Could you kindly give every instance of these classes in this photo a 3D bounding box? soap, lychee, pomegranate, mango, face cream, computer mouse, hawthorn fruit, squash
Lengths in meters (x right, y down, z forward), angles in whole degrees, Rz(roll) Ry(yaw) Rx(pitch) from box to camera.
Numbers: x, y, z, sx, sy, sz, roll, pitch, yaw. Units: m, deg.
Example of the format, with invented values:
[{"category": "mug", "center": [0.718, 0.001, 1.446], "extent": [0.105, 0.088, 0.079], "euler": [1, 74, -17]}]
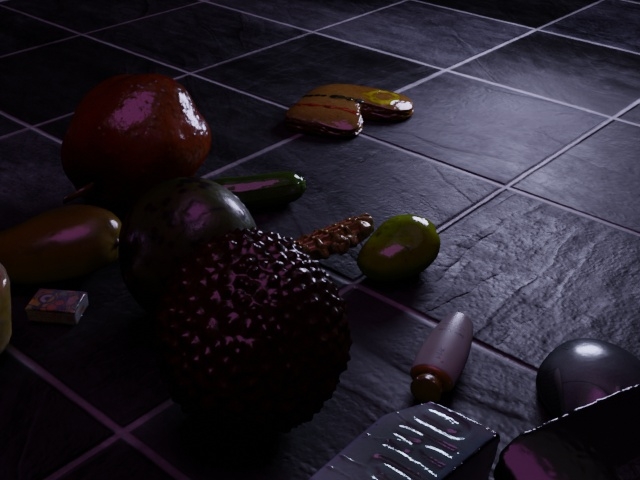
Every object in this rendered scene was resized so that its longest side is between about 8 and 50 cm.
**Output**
[{"category": "soap", "center": [0.110, 0.291, 1.098], "extent": [0.145, 0.091, 0.230], "euler": [24, 39, 34]}, {"category": "lychee", "center": [-0.092, 0.123, 1.203], "extent": [0.276, 0.275, 0.304], "euler": [10, 47, 15]}, {"category": "pomegranate", "center": [-0.166, 0.017, 1.413], "extent": [0.306, 0.242, 0.242], "euler": [2, 30, -9]}, {"category": "mango", "center": [0.144, 0.018, 1.567], "extent": [0.117, 0.089, 0.163], "euler": [24, 50, 25]}, {"category": "face cream", "center": [0.185, 0.173, 1.332], "extent": [0.072, 0.051, 0.182], "euler": [16, 35, 18]}, {"category": "computer mouse", "center": [0.401, 0.242, 1.191], "extent": [0.167, 0.090, 0.379], "euler": [-2, 33, -2]}, {"category": "hawthorn fruit", "center": [-0.378, -0.164, 1.691], "extent": [0.287, 0.287, 0.330], "euler": [16, 45, 24]}, {"category": "squash", "center": [-0.134, -0.097, 1.763], "extent": [0.219, 0.068, 0.077], "euler": [-5, 47, -11]}, {"category": "mango", "center": [-0.468, 0.007, 1.539], "extent": [0.251, 0.114, 0.156], "euler": [-11, 40, -20]}]

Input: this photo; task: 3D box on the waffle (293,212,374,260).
[{"category": "waffle", "center": [0.000, 0.000, 1.579], "extent": [0.192, 0.046, 0.160], "euler": [-13, 14, 19]}]

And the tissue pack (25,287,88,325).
[{"category": "tissue pack", "center": [-0.430, 0.109, 1.448], "extent": [0.083, 0.035, 0.063], "euler": [6, 31, 6]}]

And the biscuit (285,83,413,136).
[{"category": "biscuit", "center": [0.073, -0.320, 2.154], "extent": [0.262, 0.052, 0.277], "euler": [15, 34, 23]}]

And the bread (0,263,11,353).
[{"category": "bread", "center": [-0.561, 0.108, 1.320], "extent": [0.197, 0.170, 0.197], "euler": [11, 28, -6]}]

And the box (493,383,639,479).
[{"category": "box", "center": [0.380, 0.316, 1.018], "extent": [0.290, 0.073, 0.289], "euler": [-16, 54, -26]}]
